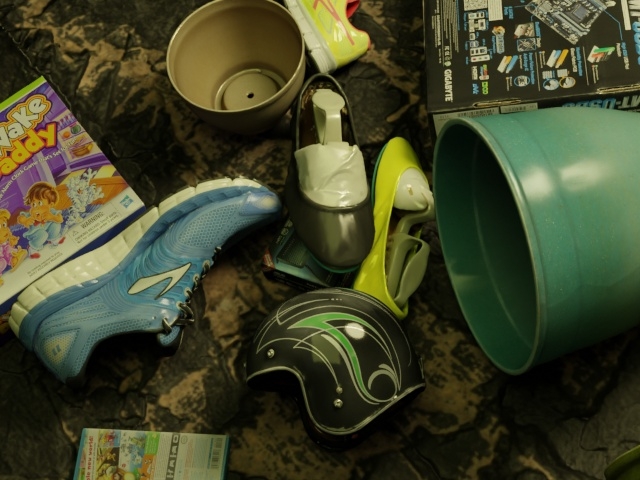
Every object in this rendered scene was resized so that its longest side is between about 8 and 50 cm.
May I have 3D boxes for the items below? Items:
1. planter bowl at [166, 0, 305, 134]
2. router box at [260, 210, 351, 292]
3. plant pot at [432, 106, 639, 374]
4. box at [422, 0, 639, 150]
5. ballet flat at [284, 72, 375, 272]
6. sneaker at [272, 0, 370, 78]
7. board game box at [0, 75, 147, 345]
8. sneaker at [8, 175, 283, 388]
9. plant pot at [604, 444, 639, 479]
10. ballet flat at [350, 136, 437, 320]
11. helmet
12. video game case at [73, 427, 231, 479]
[{"bbox_3d":[-0.091,-0.191,2.044,0.162,0.109,0.162,-4,61,8],"label":"planter bowl"},{"bbox_3d":[0.000,0.000,1.966,0.092,0.038,0.122,19,67,18],"label":"router box"},{"bbox_3d":[0.285,-0.022,1.812,0.255,0.272,0.272,-14,60,-13],"label":"plant pot"},{"bbox_3d":[0.265,-0.235,1.986,0.293,0.073,0.296,-5,45,6],"label":"box"},{"bbox_3d":[0.005,-0.088,1.931,0.095,0.096,0.280,-2,41,-8],"label":"ballet flat"},{"bbox_3d":[-0.003,-0.289,2.107,0.094,0.081,0.209,-19,67,-9],"label":"sneaker"},{"bbox_3d":[-0.397,-0.002,2.015,0.347,0.078,0.233,-36,62,-10],"label":"board game box"},{"bbox_3d":[-0.174,0.052,1.938,0.330,0.130,0.147,-34,78,-7],"label":"sneaker"},{"bbox_3d":[0.481,0.326,1.553,0.366,0.366,0.353,-15,72,2],"label":"plant pot"},{"bbox_3d":[0.092,-0.010,1.929,0.077,0.077,0.231,-5,62,42],"label":"ballet flat"},{"bbox_3d":[0.011,0.129,1.826,0.169,0.169,0.161,-35,78,-9],"label":"helmet"},{"bbox_3d":[-0.185,0.263,1.872,0.166,0.015,0.119,2,63,11],"label":"video game case"}]
